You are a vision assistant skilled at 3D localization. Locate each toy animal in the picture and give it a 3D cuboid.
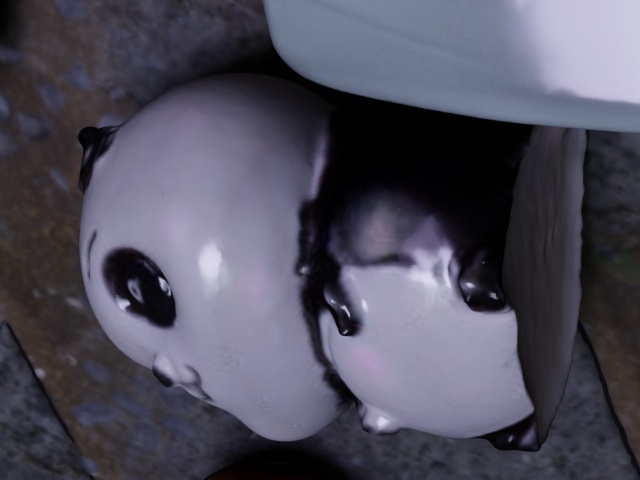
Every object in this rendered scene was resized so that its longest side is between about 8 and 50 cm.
[{"bbox_3d":[0.002,0.006,0.826,0.235,0.165,0.187,-1,140,16],"label":"toy animal"}]

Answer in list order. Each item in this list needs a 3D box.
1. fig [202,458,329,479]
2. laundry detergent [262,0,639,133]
[{"bbox_3d":[-0.044,0.184,1.008,0.109,0.103,0.154,22,146,-26],"label":"fig"},{"bbox_3d":[0.087,-0.241,0.575,0.264,0.125,0.398,7,115,25],"label":"laundry detergent"}]
